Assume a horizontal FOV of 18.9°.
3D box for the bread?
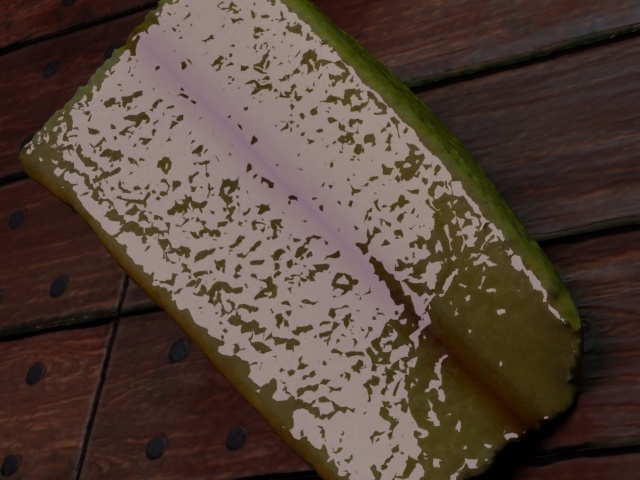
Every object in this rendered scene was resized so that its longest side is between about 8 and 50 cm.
[{"bbox_3d":[0.000,0.000,1.314,0.233,0.245,0.361,-47,37,5],"label":"bread"}]
